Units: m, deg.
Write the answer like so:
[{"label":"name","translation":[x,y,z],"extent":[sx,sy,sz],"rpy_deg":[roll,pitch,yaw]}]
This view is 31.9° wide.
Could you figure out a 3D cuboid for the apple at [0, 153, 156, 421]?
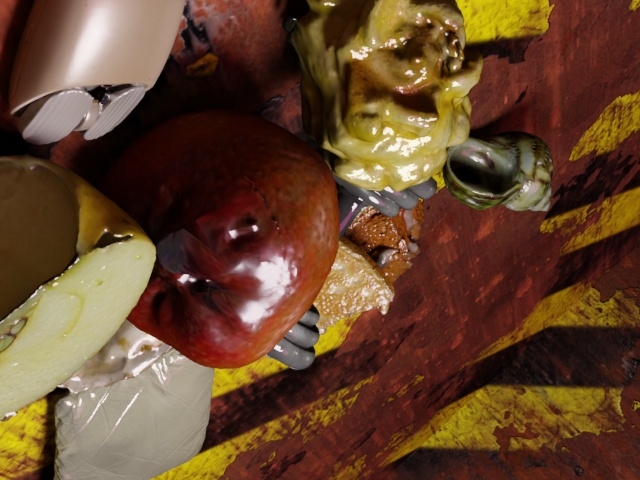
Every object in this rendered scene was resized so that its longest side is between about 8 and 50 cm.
[{"label":"apple","translation":[-0.332,0.071,1.094],"extent":[0.346,0.254,0.179],"rpy_deg":[-41,-160,-1]}]

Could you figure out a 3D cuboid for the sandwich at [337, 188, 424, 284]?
[{"label":"sandwich","translation":[0.091,-0.027,1.668],"extent":[0.185,0.160,0.109],"rpy_deg":[-43,176,16]}]

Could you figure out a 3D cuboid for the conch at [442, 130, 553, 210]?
[{"label":"conch","translation":[0.294,-0.104,1.839],"extent":[0.124,0.181,0.187],"rpy_deg":[96,19,-47]}]

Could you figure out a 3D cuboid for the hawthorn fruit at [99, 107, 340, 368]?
[{"label":"hawthorn fruit","translation":[-0.111,-0.007,1.267],"extent":[0.295,0.295,0.311],"rpy_deg":[-45,179,1]}]

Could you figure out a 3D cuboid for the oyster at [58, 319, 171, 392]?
[{"label":"oyster","translation":[-0.280,0.097,1.347],"extent":[0.341,0.110,0.166],"rpy_deg":[-25,143,-31]}]

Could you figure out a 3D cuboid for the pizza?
[{"label":"pizza","translation":[-0.006,0.079,1.639],"extent":[0.199,0.188,0.062],"rpy_deg":[-49,-178,16]}]

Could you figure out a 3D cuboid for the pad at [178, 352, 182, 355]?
[{"label":"pad","translation":[-0.106,0.066,1.621],"extent":[0.246,0.006,0.170],"rpy_deg":[-60,153,4]}]

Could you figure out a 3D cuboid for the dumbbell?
[{"label":"dumbbell","translation":[0.000,0.000,1.498],"extent":[0.406,0.179,0.179],"rpy_deg":[-54,155,5]}]

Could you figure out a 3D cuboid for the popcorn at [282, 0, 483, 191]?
[{"label":"popcorn","translation":[0.075,-0.195,1.278],"extent":[0.215,0.252,0.286],"rpy_deg":[-10,111,7]}]

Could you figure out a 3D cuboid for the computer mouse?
[{"label":"computer mouse","translation":[-0.204,-0.189,1.040],"extent":[0.145,0.082,0.236],"rpy_deg":[-11,139,-51]}]

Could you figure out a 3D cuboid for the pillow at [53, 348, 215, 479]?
[{"label":"pillow","translation":[-0.276,0.267,1.657],"extent":[0.280,0.076,0.274],"rpy_deg":[-23,140,-35]}]
